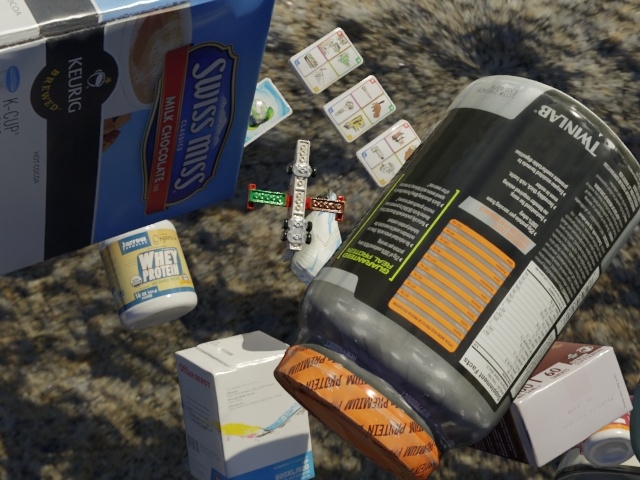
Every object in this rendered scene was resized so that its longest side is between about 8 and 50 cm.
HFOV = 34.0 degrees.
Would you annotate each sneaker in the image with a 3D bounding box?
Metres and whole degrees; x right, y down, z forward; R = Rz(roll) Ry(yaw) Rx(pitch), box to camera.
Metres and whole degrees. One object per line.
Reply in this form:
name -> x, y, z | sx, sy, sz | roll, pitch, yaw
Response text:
sneaker -> 0.000, 0.000, 1.769 | 0.085, 0.237, 0.086 | -31, 118, 26

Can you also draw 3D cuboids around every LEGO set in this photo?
LEGO set -> -0.023, -0.101, 1.187 | 0.244, 0.060, 0.182 | -38, 94, -19

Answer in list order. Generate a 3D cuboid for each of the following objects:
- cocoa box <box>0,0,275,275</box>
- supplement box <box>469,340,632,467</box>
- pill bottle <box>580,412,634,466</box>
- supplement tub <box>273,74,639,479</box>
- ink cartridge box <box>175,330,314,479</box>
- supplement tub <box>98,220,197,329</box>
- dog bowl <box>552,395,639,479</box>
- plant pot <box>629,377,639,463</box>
cocoa box -> -0.222, -0.189, 0.766 | 0.347, 0.228, 0.231 | 55, 148, 26
supplement box -> 0.193, 0.159, 1.102 | 0.130, 0.239, 0.073 | -24, 99, -24
pill bottle -> 0.440, 0.271, 1.644 | 0.086, 0.152, 0.086 | -2, 133, -2
supplement tub -> 0.114, 0.033, 0.878 | 0.193, 0.193, 0.316 | 39, 77, 2
ink cartridge box -> -0.130, 0.296, 1.794 | 0.168, 0.171, 0.233 | -12, 103, -28
supplement tub -> -0.316, 0.047, 1.886 | 0.144, 0.144, 0.200 | -22, 78, 12
dog bowl -> 0.615, 0.397, 1.798 | 0.408, 0.408, 0.150 | 14, 67, 7
plant pot -> 0.573, 0.229, 1.335 | 0.293, 0.196, 0.293 | -11, 116, -24
